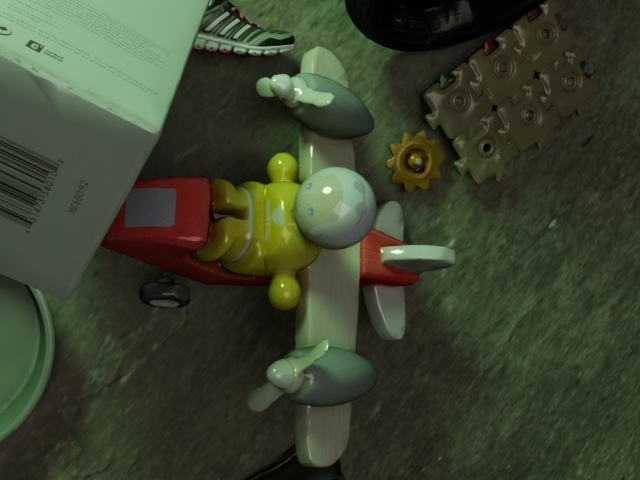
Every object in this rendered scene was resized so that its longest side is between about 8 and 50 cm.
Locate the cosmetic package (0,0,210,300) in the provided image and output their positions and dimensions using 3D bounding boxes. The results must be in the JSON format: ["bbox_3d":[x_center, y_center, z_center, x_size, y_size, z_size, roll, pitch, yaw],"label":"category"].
[{"bbox_3d":[-0.223,-0.149,0.658,0.155,0.365,0.197,27,123,-18],"label":"cosmetic package"}]

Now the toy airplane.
[{"bbox_3d":[0.000,0.000,0.814,0.384,0.272,0.386,-41,94,-29],"label":"toy airplane"}]

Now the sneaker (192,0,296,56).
[{"bbox_3d":[-0.111,-0.265,0.856,0.171,0.063,0.074,3,102,-13],"label":"sneaker"}]

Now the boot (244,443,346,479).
[{"bbox_3d":[-0.057,0.357,0.930,0.219,0.106,0.082,-43,107,-9],"label":"boot"}]

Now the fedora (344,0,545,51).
[{"bbox_3d":[0.173,-0.380,0.851,0.334,0.334,0.152,-12,70,-16],"label":"fedora"}]

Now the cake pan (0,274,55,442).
[{"bbox_3d":[-0.456,0.116,0.800,0.293,0.054,0.293,-2,98,-18],"label":"cake pan"}]

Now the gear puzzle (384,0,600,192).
[{"bbox_3d":[0.232,-0.178,0.994,0.339,0.044,0.175,-38,108,-7],"label":"gear puzzle"}]
